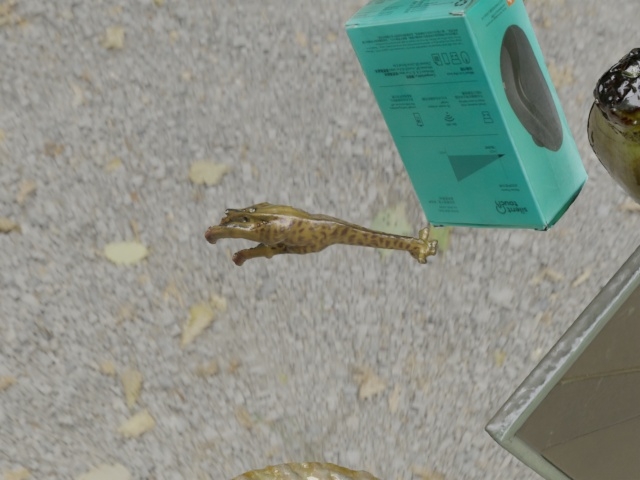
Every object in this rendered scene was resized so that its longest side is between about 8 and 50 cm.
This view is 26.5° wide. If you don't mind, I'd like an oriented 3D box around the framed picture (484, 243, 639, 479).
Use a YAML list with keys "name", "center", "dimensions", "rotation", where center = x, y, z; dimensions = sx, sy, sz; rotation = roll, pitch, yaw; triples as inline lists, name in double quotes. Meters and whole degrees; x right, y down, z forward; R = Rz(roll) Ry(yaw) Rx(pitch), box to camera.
- name: "framed picture"
  center: [0.265, 0.107, 1.048]
  dimensions: [0.240, 0.324, 0.020]
  rotation: [-50, 52, 1]

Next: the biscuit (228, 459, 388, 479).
- name: "biscuit"
  center: [-0.007, 0.270, 1.112]
  dimensions: [0.265, 0.040, 0.188]
  rotation: [-2, 56, -26]

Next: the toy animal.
- name: "toy animal"
  center: [-0.003, -0.004, 1.622]
  dimensions: [0.275, 0.149, 0.054]
  rotation: [-3, 64, 18]

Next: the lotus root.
- name: "lotus root"
  center: [0.312, -0.085, 1.069]
  dimensions: [0.309, 0.173, 0.173]
  rotation: [2, 64, -41]

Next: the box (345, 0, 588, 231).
- name: "box"
  center: [0.186, -0.170, 1.705]
  dimensions: [0.118, 0.205, 0.311]
  rotation: [-42, 118, -33]
